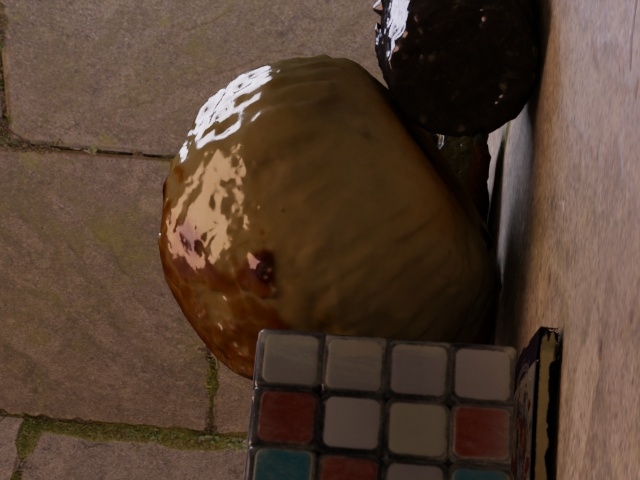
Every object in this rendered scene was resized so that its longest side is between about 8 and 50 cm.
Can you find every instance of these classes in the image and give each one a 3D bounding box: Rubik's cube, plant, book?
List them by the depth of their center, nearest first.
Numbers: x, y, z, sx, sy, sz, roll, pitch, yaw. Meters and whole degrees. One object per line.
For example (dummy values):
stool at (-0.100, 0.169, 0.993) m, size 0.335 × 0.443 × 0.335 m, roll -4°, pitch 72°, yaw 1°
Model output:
book at (0.173, 0.200, 1.373) m, size 0.157 × 0.026 × 0.231 m, roll 94°, pitch -179°, yaw -72°
Rubik's cube at (0.053, 0.255, 1.593) m, size 0.256 × 0.259 × 0.253 m, roll 93°, pitch -179°, yaw -60°
plant at (0.134, -0.244, 1.768) m, size 0.320 × 0.194 × 0.181 m, roll -90°, pitch 8°, yaw -61°

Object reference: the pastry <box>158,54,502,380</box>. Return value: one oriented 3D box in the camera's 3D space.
pastry at (0.000, 0.000, 1.770) m, size 0.388 × 0.313 × 0.388 m, roll 55°, pitch -168°, yaw -17°

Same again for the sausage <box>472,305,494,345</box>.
sausage at (0.165, 0.094, 1.908) m, size 0.077 × 0.077 × 0.194 m, roll 90°, pitch -172°, yaw -83°

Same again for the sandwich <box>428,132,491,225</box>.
sandwich at (0.145, -0.016, 2.045) m, size 0.212 × 0.109 × 0.292 m, roll -44°, pitch -42°, yaw -66°
